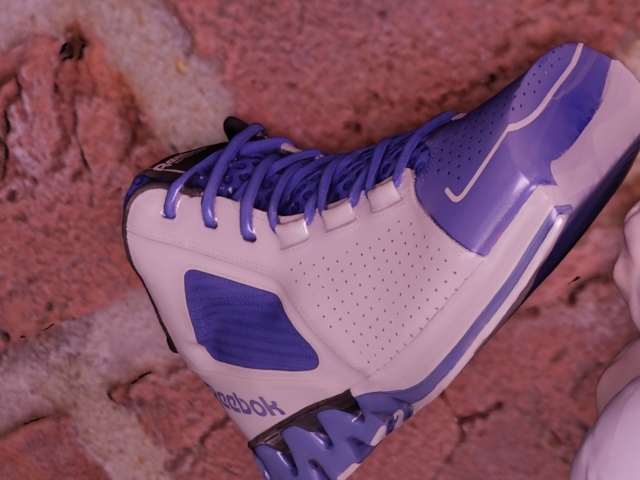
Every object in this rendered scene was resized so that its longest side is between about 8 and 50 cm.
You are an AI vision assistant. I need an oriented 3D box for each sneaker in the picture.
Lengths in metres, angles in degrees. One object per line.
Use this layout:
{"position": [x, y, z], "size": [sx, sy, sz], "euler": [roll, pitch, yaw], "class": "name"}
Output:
{"position": [0.000, 0.001, 0.836], "size": [0.182, 0.127, 0.315], "euler": [43, 136, 4], "class": "sneaker"}

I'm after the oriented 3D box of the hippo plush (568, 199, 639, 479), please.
{"position": [0.198, 0.123, 0.684], "size": [0.294, 0.236, 0.234], "euler": [45, 135, 5], "class": "hippo plush"}
